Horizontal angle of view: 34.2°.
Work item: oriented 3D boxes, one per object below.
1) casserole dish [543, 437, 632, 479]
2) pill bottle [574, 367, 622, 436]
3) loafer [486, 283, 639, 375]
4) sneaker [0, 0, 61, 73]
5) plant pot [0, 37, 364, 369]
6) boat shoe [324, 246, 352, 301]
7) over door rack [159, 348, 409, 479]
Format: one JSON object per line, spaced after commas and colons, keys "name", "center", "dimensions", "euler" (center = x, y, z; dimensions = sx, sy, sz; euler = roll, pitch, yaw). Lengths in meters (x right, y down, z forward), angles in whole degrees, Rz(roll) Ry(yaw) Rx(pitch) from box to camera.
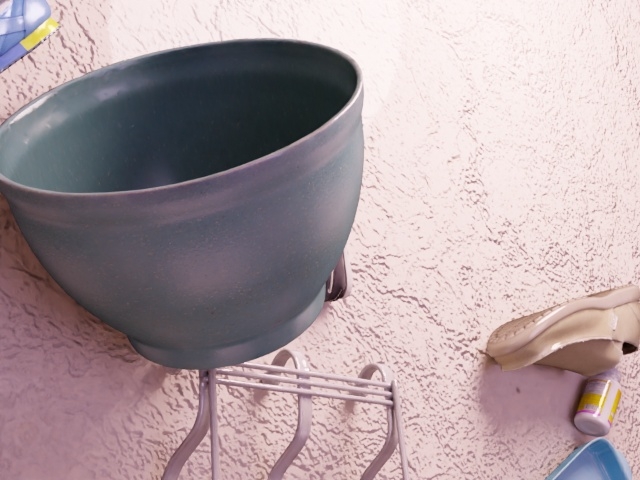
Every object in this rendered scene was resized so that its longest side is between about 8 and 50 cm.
{"name": "casserole dish", "center": [0.297, 0.307, 1.201], "dimensions": [0.188, 0.037, 0.114], "euler": [-31, 97, -40]}
{"name": "pill bottle", "center": [0.339, 0.193, 1.260], "dimensions": [0.043, 0.043, 0.083], "euler": [45, 55, -21]}
{"name": "loafer", "center": [0.301, 0.115, 1.214], "dimensions": [0.268, 0.102, 0.092], "euler": [-12, 80, -41]}
{"name": "sneaker", "center": [-0.298, -0.149, 0.824], "dimensions": [0.082, 0.069, 0.209], "euler": [55, 47, -21]}
{"name": "plant pot", "center": [-0.095, -0.021, 0.844], "dimensions": [0.293, 0.293, 0.196], "euler": [-37, 128, -39]}
{"name": "boat shoe", "center": [0.000, 0.000, 1.043], "dimensions": [0.038, 0.046, 0.125], "euler": [-9, 92, -45]}
{"name": "over door rack", "center": [-0.014, 0.249, 0.902], "dimensions": [0.239, 0.108, 0.324], "euler": [13, 49, -36]}
